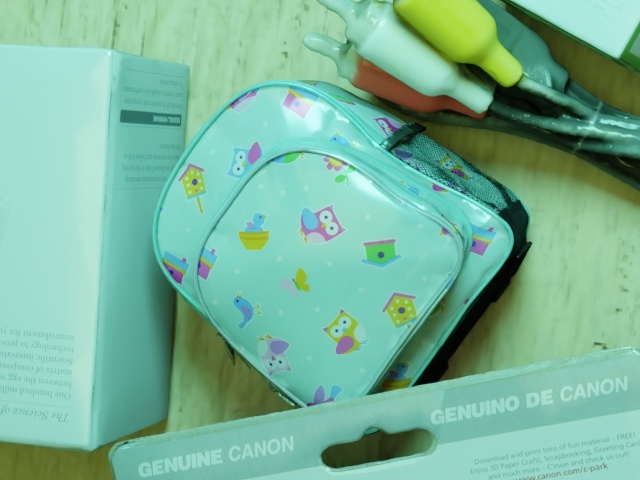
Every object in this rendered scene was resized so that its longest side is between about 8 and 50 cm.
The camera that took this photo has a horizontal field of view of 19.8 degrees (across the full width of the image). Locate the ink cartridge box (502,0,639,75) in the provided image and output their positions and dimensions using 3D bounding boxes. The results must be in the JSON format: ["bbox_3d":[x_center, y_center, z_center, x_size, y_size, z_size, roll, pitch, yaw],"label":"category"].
[{"bbox_3d":[0.181,-0.206,0.999,0.109,0.062,0.209,34,101,30],"label":"ink cartridge box"}]

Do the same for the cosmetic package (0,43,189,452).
[{"bbox_3d":[-0.208,-0.004,1.088,0.224,0.138,0.224,5,93,14],"label":"cosmetic package"}]

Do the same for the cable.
[{"bbox_3d":[0.120,-0.062,1.020,0.287,0.139,0.072,34,59,-3],"label":"cable"}]

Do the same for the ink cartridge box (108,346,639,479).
[{"bbox_3d":[0.068,0.200,1.017,0.309,0.130,0.272,-11,97,15],"label":"ink cartridge box"}]

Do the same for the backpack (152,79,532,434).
[{"bbox_3d":[0.000,0.000,1.034,0.188,0.144,0.166,39,107,13],"label":"backpack"}]
